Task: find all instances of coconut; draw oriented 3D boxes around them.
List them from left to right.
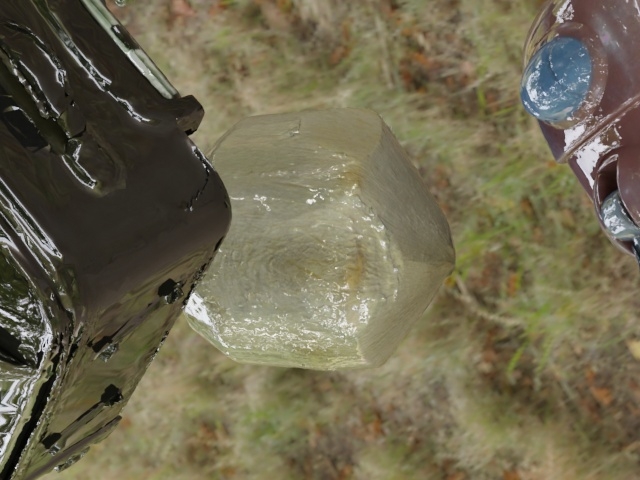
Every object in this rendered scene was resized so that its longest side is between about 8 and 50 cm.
[{"bbox_3d":[0.000,0.000,1.230,0.247,0.245,0.245,-4,105,14],"label":"coconut"}]

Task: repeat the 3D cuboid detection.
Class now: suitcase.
[{"bbox_3d":[-0.235,0.008,0.890,0.283,0.194,0.434,50,143,10],"label":"suitcase"}]

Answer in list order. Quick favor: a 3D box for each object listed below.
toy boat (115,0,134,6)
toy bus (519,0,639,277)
[{"bbox_3d":[-0.287,-0.372,1.656,0.071,0.089,0.185,-9,108,42],"label":"toy boat"},{"bbox_3d":[0.262,-0.098,0.940,0.294,0.232,0.197,62,154,7],"label":"toy bus"}]
